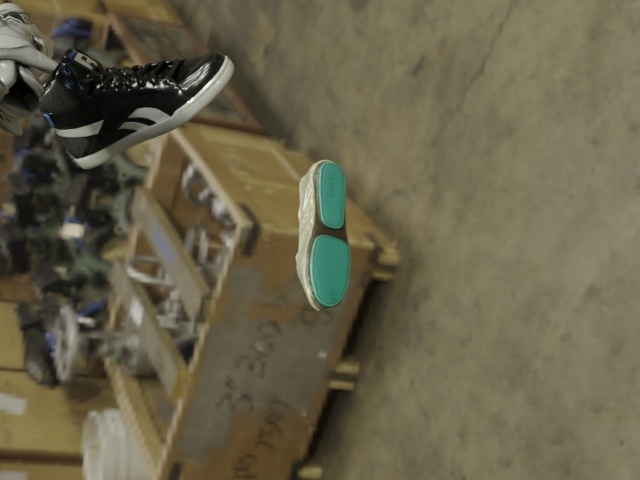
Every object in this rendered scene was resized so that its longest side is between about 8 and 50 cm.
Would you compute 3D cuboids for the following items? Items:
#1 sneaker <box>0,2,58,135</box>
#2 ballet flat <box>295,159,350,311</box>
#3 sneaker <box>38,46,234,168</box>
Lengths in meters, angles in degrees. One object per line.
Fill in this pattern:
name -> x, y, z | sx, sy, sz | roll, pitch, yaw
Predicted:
sneaker -> -0.457, -0.250, 1.779 | 0.210, 0.366, 0.137 | 45, 96, 12
ballet flat -> 0.000, 0.000, 1.220 | 0.052, 0.057, 0.168 | -30, 48, 49
sneaker -> -0.207, -0.165, 1.270 | 0.217, 0.121, 0.079 | -27, 30, 23
